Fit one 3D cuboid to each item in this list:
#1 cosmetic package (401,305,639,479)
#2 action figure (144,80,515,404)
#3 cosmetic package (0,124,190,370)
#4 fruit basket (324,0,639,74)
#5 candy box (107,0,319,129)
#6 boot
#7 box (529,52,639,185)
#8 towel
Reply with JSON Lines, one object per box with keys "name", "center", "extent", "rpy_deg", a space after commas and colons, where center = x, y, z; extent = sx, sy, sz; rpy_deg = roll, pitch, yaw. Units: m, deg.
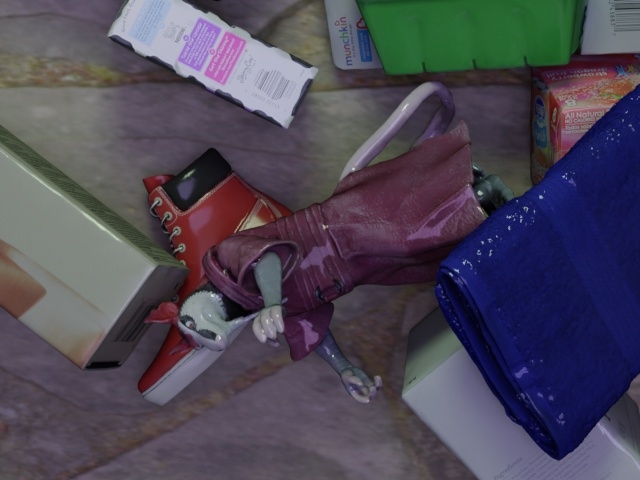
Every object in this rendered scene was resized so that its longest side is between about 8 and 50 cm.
{"name": "cosmetic package", "center": [0.205, 0.160, 1.917], "extent": [0.138, 0.224, 0.224], "rpy_deg": [-42, 97, 13]}
{"name": "action figure", "center": [0.000, 0.000, 1.847], "extent": [0.370, 0.248, 0.275], "rpy_deg": [-19, 65, -2]}
{"name": "cosmetic package", "center": [-0.291, -0.010, 1.873], "extent": [0.296, 0.153, 0.129], "rpy_deg": [37, 94, 10]}
{"name": "fruit basket", "center": [0.146, -0.344, 1.866], "extent": [0.327, 0.165, 0.353], "rpy_deg": [-3, 105, 18]}
{"name": "candy box", "center": [-0.108, -0.185, 1.899], "extent": [0.196, 0.165, 0.070], "rpy_deg": [27, 93, -7]}
{"name": "boot", "center": [-0.145, 0.033, 1.960], "extent": [0.176, 0.088, 0.244], "rpy_deg": [39, 83, -7]}
{"name": "box", "center": [0.370, -0.106, 1.931], "extent": [0.300, 0.154, 0.142], "rpy_deg": [-4, 117, -3]}
{"name": "towel", "center": [0.252, 0.023, 1.779], "extent": [0.308, 0.076, 0.227], "rpy_deg": [-41, 114, -24]}
